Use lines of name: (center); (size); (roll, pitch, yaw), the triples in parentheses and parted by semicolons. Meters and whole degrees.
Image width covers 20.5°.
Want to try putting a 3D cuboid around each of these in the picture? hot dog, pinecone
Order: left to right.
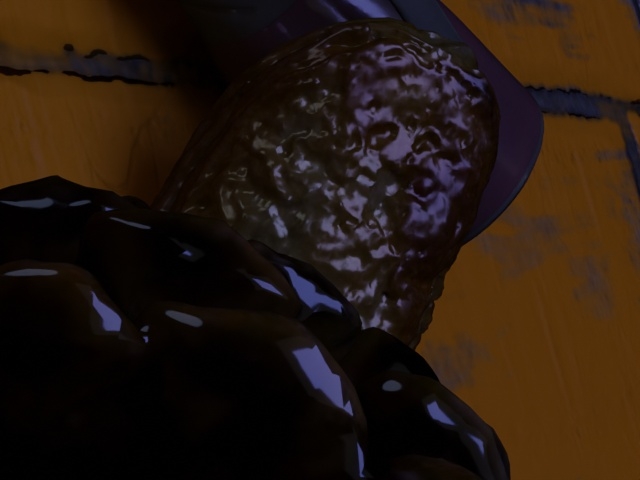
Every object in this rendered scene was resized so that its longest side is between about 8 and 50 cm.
pinecone: (-0.102, 0.159, 0.571); (0.398, 0.398, 0.397); (31, 49, -44)
hot dog: (-0.002, 0.002, 0.967); (0.175, 0.114, 0.259); (30, 78, -22)

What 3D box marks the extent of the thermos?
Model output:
thermos: (0.013, -0.118, 1.057); (0.265, 0.176, 0.146); (45, 61, -34)
